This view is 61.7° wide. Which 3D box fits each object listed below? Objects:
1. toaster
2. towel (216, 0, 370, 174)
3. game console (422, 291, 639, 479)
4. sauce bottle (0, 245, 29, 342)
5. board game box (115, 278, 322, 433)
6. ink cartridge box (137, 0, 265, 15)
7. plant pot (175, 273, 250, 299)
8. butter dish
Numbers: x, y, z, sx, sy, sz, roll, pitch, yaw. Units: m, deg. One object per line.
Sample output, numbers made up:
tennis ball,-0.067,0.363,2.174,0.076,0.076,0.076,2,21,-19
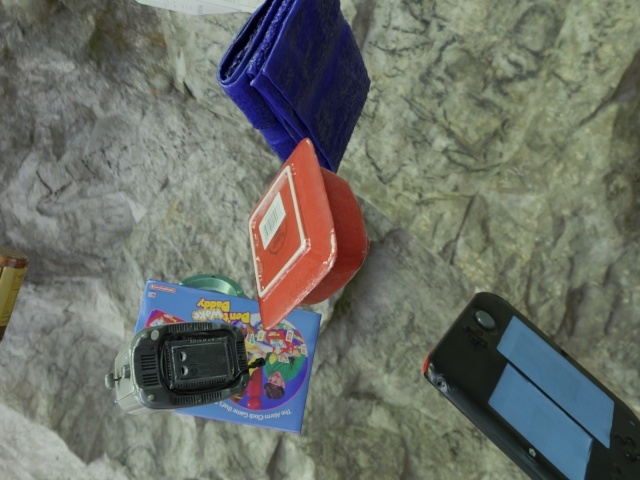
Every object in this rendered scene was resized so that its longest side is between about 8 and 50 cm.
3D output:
toaster,-0.220,0.206,0.863,0.226,0.129,0.146,1,-21,-39
towel,-0.008,-0.227,0.761,0.228,0.076,0.308,-63,-24,-9
game console,0.369,0.265,0.884,0.060,0.386,0.342,-55,-15,28
sauce bottle,-0.311,0.069,0.497,0.042,0.042,0.128,21,-89,-38
board game box,-0.190,0.227,1.049,0.347,0.078,0.233,13,-105,-8
ink cartridge box,-0.137,-0.409,0.758,0.224,0.056,0.181,8,-92,-13
plant pot,-0.258,0.203,1.226,0.293,0.293,0.196,-13,-49,-23
butter dish,0.000,0.000,0.580,0.118,0.160,0.160,8,-38,-31
